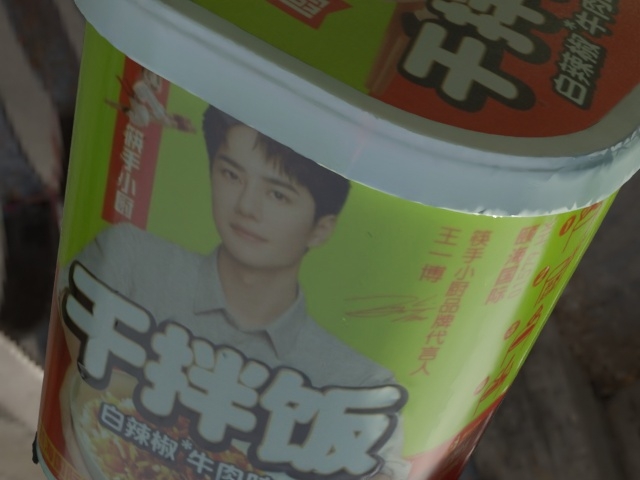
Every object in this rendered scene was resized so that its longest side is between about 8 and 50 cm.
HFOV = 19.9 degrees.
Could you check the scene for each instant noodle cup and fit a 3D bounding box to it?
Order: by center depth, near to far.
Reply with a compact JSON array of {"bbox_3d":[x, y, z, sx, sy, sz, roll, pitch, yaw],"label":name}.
[{"bbox_3d":[0.000,0.000,0.879,0.294,0.294,0.308,0,127,-25],"label":"instant noodle cup"}]
